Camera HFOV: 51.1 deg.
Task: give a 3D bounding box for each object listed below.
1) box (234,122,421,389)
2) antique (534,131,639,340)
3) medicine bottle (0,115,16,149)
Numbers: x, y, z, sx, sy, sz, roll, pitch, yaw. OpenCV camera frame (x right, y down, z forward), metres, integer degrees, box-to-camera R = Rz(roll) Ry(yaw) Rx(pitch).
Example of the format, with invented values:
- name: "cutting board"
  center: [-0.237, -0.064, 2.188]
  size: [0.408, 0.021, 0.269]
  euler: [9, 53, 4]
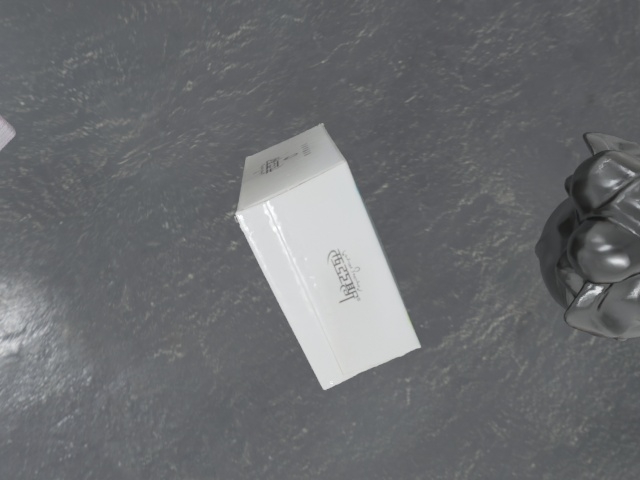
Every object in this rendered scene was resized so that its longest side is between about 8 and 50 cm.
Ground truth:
- name: "box"
  center: [0.002, -0.001, 0.744]
  size: [0.116, 0.274, 0.203]
  euler: [-24, 107, 3]
- name: "antique"
  center: [0.332, 0.012, 0.619]
  size: [0.255, 0.322, 0.185]
  euler: [11, 79, 5]
- name: "medicine bottle"
  center: [-0.390, -0.057, 0.643]
  size: [0.203, 0.083, 0.083]
  euler: [-47, 105, -12]
